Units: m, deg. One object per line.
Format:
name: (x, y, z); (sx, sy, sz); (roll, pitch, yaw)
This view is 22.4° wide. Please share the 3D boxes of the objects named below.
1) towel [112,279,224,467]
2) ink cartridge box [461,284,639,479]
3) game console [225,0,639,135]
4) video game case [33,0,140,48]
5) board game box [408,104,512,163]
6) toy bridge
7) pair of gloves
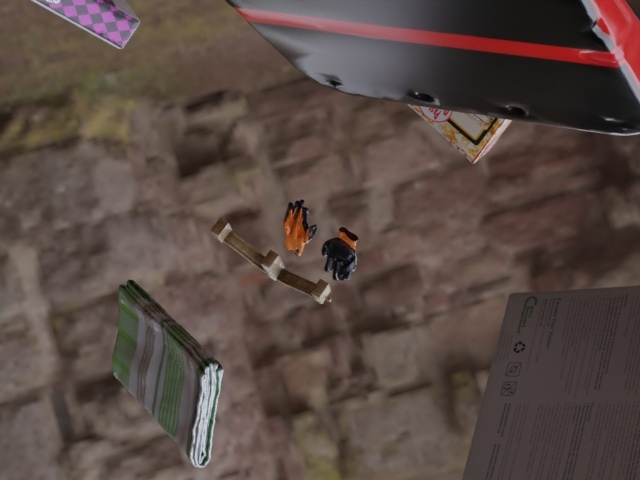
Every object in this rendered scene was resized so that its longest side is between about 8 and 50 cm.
towel: (-0.141, 0.118, 1.433); (0.023, 0.113, 0.152); (-14, -143, -36)
ink cartridge box: (0.234, 0.140, 1.335); (0.224, 0.223, 0.045); (-6, 145, 40)
game console: (0.092, -0.195, 1.387); (0.387, 0.060, 0.342); (11, 165, 30)
video game case: (-0.303, -0.294, 1.574); (0.232, 0.210, 0.042); (27, 107, -39)
board game box: (0.163, -0.197, 1.697); (0.045, 0.147, 0.193); (-38, 168, -48)
toy bridge: (-0.064, 0.034, 2.203); (0.026, 0.188, 0.063); (-55, 164, -13)
pair of gloves: (0.000, 0.000, 1.506); (0.010, 0.083, 0.074); (-46, 160, -34)
